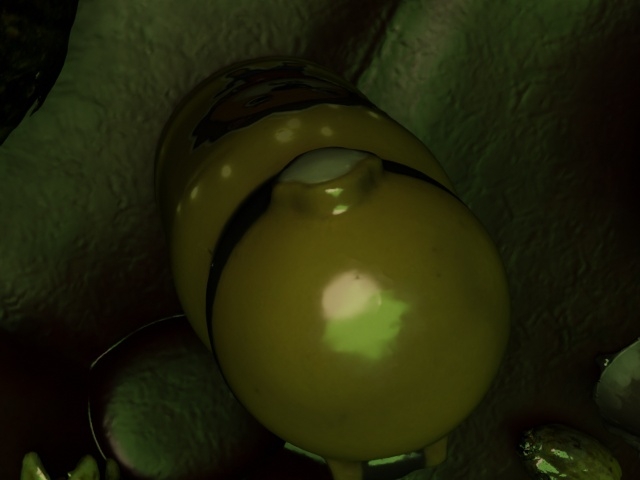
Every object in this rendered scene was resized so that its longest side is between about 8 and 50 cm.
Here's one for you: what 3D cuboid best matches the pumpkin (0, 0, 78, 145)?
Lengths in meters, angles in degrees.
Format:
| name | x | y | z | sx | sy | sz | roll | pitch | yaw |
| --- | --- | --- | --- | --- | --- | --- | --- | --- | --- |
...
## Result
| name | x | y | z | sx | sy | sz | roll | pitch | yaw |
| --- | --- | --- | --- | --- | --- | --- | --- | --- | --- |
| pumpkin | -0.286 | -0.164 | 0.581 | 0.320 | 0.192 | 0.320 | 0 | 95 | 2 |

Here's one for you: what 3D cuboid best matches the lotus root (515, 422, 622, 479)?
| name | x | y | z | sx | sy | sz | roll | pitch | yaw |
| --- | --- | --- | --- | --- | --- | --- | --- | --- | --- |
| lotus root | 0.192 | 0.174 | 0.865 | 0.099 | 0.049 | 0.054 | 29 | 107 | -18 |

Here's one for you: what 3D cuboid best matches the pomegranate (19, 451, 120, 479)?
| name | x | y | z | sx | sy | sz | roll | pitch | yaw |
| --- | --- | --- | --- | --- | --- | --- | --- | --- | --- |
| pomegranate | -0.177 | 0.283 | 0.765 | 0.211 | 0.211 | 0.263 | 2 | 64 | -12 |

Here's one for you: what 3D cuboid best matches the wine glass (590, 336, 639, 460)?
| name | x | y | z | sx | sy | sz | roll | pitch | yaw |
| --- | --- | --- | --- | --- | --- | --- | --- | --- | --- |
| wine glass | 0.315 | 0.192 | 0.851 | 0.156 | 0.156 | 0.232 | -26 | 113 | -3 |

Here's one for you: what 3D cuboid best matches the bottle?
| name | x | y | z | sx | sy | sz | roll | pitch | yaw |
| --- | --- | --- | --- | --- | --- | --- | --- | --- | --- |
| bottle | 0.000 | 0.000 | 0.619 | 0.171 | 0.351 | 0.172 | -3 | 106 | -11 |
